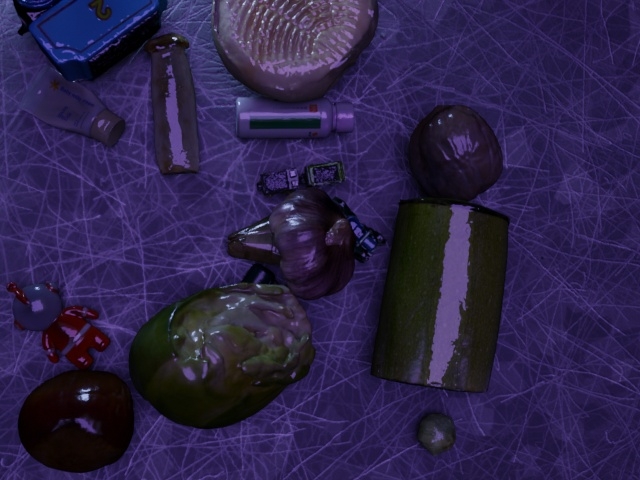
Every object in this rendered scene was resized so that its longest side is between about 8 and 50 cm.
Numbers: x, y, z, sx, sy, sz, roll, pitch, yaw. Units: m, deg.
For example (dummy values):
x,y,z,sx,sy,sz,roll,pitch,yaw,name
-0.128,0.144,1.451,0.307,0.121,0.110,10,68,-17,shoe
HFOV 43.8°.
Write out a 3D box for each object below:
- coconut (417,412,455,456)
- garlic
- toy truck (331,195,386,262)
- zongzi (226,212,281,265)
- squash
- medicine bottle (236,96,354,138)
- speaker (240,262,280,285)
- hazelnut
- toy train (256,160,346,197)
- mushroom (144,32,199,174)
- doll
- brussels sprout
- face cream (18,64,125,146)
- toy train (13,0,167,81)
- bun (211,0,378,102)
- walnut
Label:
x,y,z,sx,sy,sz,roll,pitch,yaw,name
0.261,0.436,1.785,0.088,0.088,0.096,6,82,-6,coconut
0.000,0.000,1.662,0.160,0.245,0.245,-18,90,24,garlic
0.070,-0.024,1.783,0.154,0.078,0.080,42,83,-3,toy truck
-0.121,-0.036,1.766,0.160,0.078,0.176,10,76,-6,zongzi
0.263,0.118,1.712,0.263,0.263,0.384,9,86,-6,squash
-0.058,-0.272,1.771,0.260,0.095,0.095,0,88,-6,medicine bottle
-0.126,0.102,1.763,0.094,0.060,0.075,34,85,-4,speaker
-0.502,0.365,1.642,0.229,0.229,0.229,0,88,-7,hazelnut
-0.042,-0.138,1.773,0.202,0.081,0.060,-10,90,-7,toy train
-0.323,-0.298,1.751,0.100,0.081,0.312,-6,92,-4,mushroom
-0.570,0.172,1.702,0.245,0.076,0.142,40,83,-7,doll
-0.206,0.230,1.636,0.371,0.315,0.276,-16,65,-29,brussels sprout
-0.540,-0.286,1.736,0.224,0.070,0.114,30,84,4,face cream
-0.491,-0.498,1.683,0.300,0.188,0.265,-40,94,-9,toy train
-0.058,-0.472,1.726,0.364,0.202,0.364,0,85,-4,bun
0.294,-0.191,1.751,0.224,0.224,0.224,0,88,-7,walnut
